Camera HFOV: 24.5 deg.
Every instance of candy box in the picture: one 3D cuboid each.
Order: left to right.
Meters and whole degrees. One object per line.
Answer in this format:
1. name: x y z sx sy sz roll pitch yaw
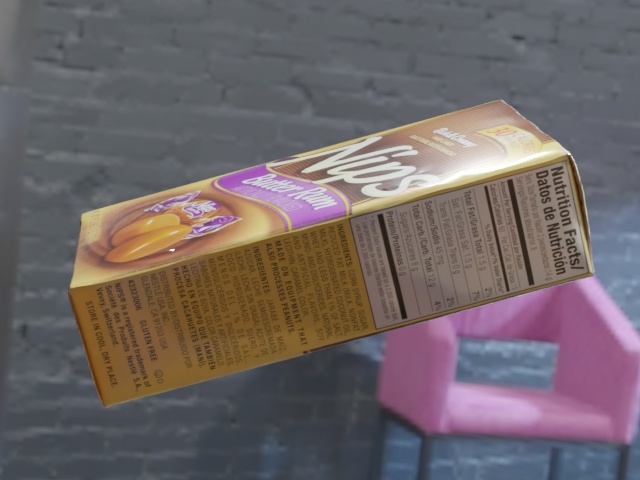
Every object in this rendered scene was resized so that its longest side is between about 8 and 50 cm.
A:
1. candy box: 0.000 0.000 0.573 0.186 0.053 0.109 -14 17 -3
